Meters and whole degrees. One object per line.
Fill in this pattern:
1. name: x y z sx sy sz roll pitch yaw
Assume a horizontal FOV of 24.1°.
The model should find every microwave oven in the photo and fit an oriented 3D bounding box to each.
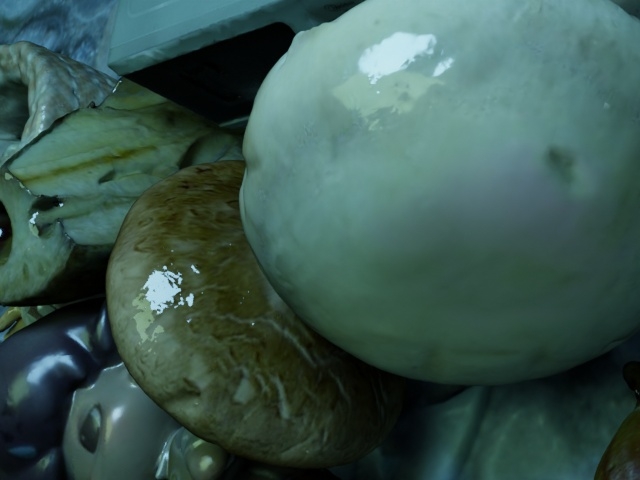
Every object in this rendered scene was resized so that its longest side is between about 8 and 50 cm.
1. microwave oven: -0.014 -0.241 1.308 0.295 0.181 0.238 -12 62 44

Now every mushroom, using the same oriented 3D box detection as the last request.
1. mushroom: -0.038 0.052 1.153 0.146 0.278 0.278 -51 41 35
2. mushroom: 0.130 -0.044 1.003 0.315 0.356 0.315 41 140 46

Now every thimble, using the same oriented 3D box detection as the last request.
1. thimble: -0.304 -0.106 1.587 0.229 0.148 0.196 33 97 47

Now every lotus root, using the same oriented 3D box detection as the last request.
1. lotus root: -0.194 -0.027 1.355 0.210 0.314 0.142 34 123 17

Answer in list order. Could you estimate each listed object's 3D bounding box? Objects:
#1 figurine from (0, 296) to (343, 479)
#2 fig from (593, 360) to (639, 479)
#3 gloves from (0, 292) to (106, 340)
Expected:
1. figurine: -0.144 0.193 1.238 0.206 0.218 0.365 -38 42 -15
2. fig: 0.227 0.156 0.906 0.145 0.170 0.274 -27 32 14
3. gloves: -0.227 0.063 1.420 0.110 0.144 0.094 54 151 3
